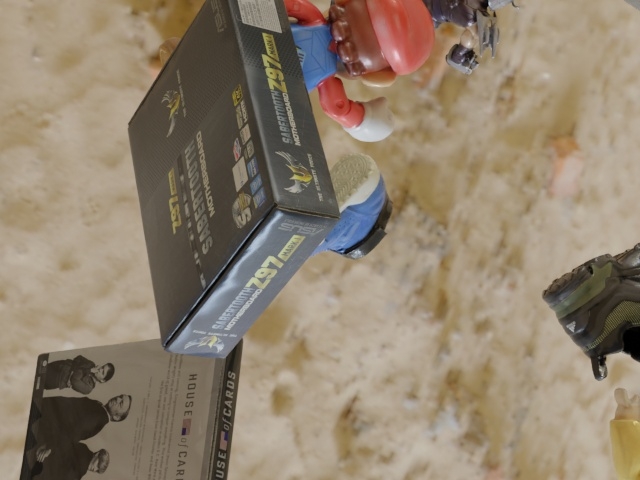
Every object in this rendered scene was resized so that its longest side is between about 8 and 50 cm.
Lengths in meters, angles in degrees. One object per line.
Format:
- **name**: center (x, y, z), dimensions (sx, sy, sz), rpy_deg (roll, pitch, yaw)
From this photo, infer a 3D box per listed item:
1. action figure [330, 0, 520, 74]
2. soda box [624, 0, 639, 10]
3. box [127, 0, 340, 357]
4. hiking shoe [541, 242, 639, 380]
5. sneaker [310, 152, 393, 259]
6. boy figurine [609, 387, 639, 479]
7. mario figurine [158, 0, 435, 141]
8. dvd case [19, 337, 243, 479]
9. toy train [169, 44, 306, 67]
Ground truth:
- **action figure**: center (0.147, -0.312, 1.926), dimensions (0.099, 0.285, 0.185), rpy_deg (14, 73, -56)
- **soda box**: center (0.268, -0.241, 0.774), dimensions (0.098, 0.091, 0.286), rpy_deg (-27, 144, -39)
- **box**: center (-0.074, -0.055, 1.088), dimensions (0.059, 0.232, 0.183), rpy_deg (10, 139, -29)
- **hiking shoe**: center (0.308, 0.060, 1.341), dimensions (0.227, 0.086, 0.114), rpy_deg (-17, 80, -33)
- **sneaker**: center (0.001, 0.000, 1.237), dimensions (0.152, 0.058, 0.084), rpy_deg (-44, 139, -10)
- **boy figurine**: center (0.331, 0.190, 1.259), dimensions (0.177, 0.092, 0.285), rpy_deg (14, 90, -13)
- **mario figurine**: center (-0.020, -0.209, 1.670), dimensions (0.320, 0.170, 0.198), rpy_deg (-18, 135, -13)
- **dvd case**: center (-0.173, 0.177, 1.259), dimensions (0.029, 0.239, 0.179), rpy_deg (28, 61, -47)
- **toy train**: center (-0.087, -0.169, 1.473), dimensions (0.184, 0.080, 0.105), rpy_deg (4, 100, -63)
